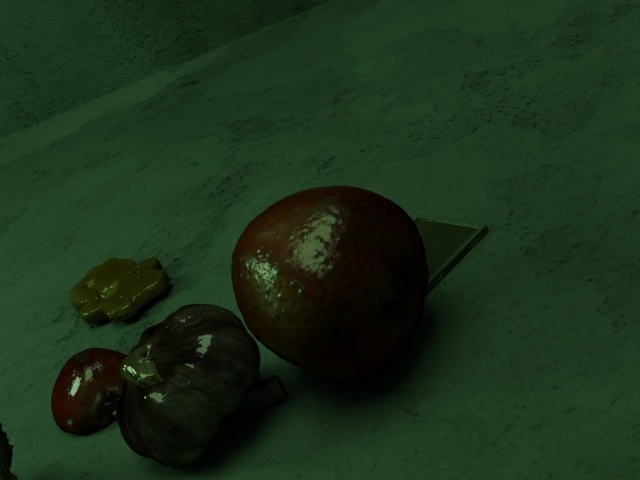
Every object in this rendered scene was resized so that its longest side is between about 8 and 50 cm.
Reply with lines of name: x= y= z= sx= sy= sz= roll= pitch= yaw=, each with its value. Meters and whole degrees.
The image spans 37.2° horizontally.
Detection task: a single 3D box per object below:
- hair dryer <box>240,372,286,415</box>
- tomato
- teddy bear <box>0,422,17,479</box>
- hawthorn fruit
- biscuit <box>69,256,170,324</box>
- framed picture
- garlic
hair dryer: x=-0.088 y=0.204 z=1.367 sx=0.063 sy=0.037 sz=0.114 roll=-25 pitch=20 yaw=1
tomato: x=-0.360 y=0.223 z=1.491 sx=0.159 sy=0.091 sz=0.139 roll=-36 pitch=28 yaw=-15
teddy bear: x=-0.506 y=0.357 z=1.240 sx=0.222 sy=0.246 sz=0.296 roll=28 pitch=44 yaw=26
hawthorn fruit: x=0.009 y=0.051 z=1.301 sx=0.275 sy=0.275 sz=0.299 roll=-38 pitch=32 yaw=-23
biscuit: x=-0.387 y=0.093 z=1.798 sx=0.184 sy=0.035 sz=0.249 roll=-41 pitch=31 yaw=-29
framed picture: x=0.148 y=0.029 z=1.490 sx=0.150 sy=0.015 sz=0.203 roll=10 pitch=43 yaw=48
garlic: x=-0.201 y=0.189 z=1.313 sx=0.245 sy=0.160 sz=0.245 roll=-44 pitch=27 yaw=30
